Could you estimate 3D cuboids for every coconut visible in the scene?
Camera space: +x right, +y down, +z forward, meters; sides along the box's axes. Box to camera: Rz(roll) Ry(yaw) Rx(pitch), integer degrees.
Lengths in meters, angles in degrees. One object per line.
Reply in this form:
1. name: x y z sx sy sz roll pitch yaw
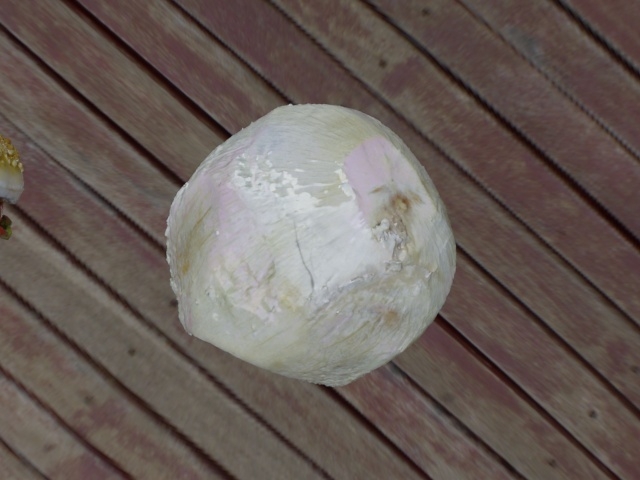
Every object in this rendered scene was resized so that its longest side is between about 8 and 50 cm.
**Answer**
1. coconut: 0.000 0.000 1.205 0.297 0.297 0.254 36 134 -3

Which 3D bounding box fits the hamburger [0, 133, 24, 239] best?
1. hamburger: -0.436 -0.076 1.105 0.302 0.302 0.170 28 90 -3
